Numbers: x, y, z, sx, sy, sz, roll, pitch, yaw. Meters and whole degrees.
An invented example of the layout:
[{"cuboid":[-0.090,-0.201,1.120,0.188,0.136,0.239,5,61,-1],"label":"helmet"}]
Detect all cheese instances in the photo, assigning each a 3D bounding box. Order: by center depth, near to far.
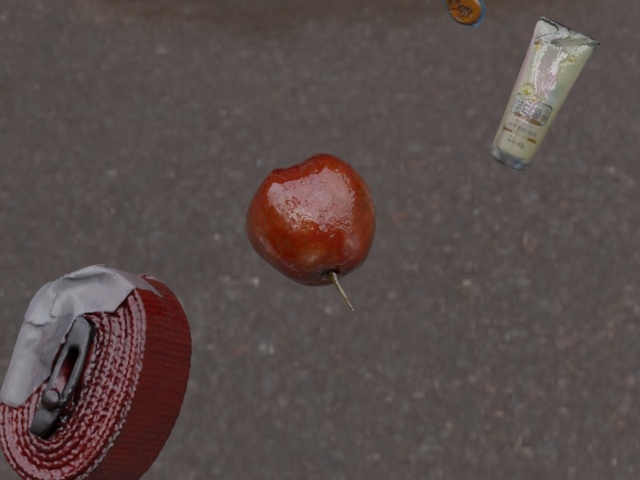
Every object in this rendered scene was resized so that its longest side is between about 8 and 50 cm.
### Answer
[{"cuboid":[0.160,-0.300,1.844,0.047,0.111,0.017,-24,25,32],"label":"cheese"}]

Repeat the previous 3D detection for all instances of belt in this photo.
[{"cuboid":[-0.195,0.119,1.312,0.128,0.124,0.201,17,87,21],"label":"belt"}]

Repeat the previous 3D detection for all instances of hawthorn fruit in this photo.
[{"cuboid":[-0.009,-0.013,1.416,0.125,0.125,0.140,8,61,12],"label":"hawthorn fruit"}]

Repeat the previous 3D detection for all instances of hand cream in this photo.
[{"cuboid":[0.203,-0.132,1.429,0.061,0.143,0.039,25,15,10],"label":"hand cream"}]
